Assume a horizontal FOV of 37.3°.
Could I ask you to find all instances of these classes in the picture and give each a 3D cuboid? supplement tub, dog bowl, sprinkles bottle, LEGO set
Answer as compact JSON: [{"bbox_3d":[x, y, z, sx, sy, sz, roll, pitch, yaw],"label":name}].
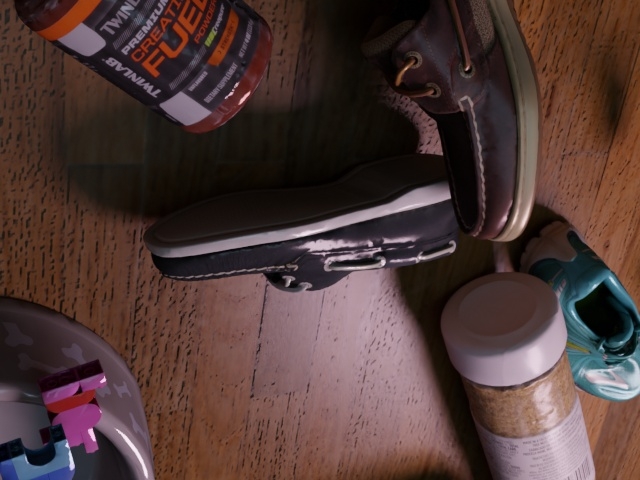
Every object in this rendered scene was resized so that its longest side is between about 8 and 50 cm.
[{"bbox_3d":[-0.134,-0.163,0.655,0.198,0.106,0.106,32,98,-37],"label":"supplement tub"},{"bbox_3d":[-0.296,0.221,0.780,0.348,0.102,0.349,-13,121,-23],"label":"dog bowl"},{"bbox_3d":[0.229,0.200,1.040,0.121,0.121,0.355,-30,126,-11],"label":"sprinkles bottle"},{"bbox_3d":[-0.247,0.179,0.665,0.227,0.087,0.093,-17,122,-18],"label":"LEGO set"}]

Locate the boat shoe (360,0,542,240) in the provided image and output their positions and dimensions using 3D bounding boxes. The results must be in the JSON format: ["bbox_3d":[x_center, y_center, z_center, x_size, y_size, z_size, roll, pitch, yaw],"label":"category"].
[{"bbox_3d":[0.089,-0.159,0.752,0.123,0.123,0.342,-12,106,-10],"label":"boat shoe"}]

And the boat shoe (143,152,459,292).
[{"bbox_3d":[0.000,0.000,0.812,0.302,0.114,0.091,-12,115,-22],"label":"boat shoe"}]

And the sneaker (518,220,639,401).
[{"bbox_3d":[0.300,0.100,1.031,0.107,0.110,0.275,-41,128,-3],"label":"sneaker"}]
